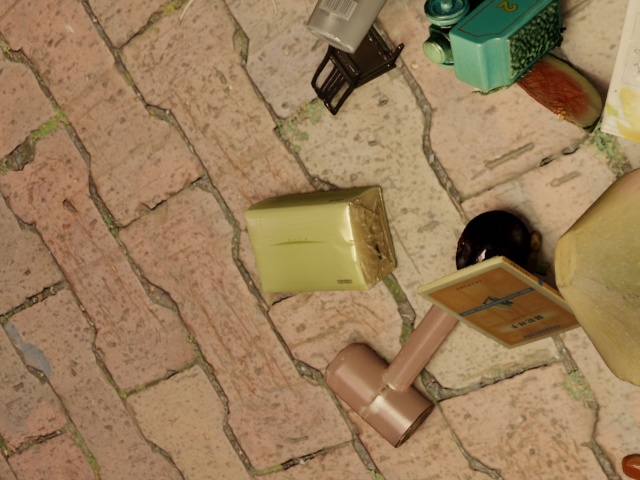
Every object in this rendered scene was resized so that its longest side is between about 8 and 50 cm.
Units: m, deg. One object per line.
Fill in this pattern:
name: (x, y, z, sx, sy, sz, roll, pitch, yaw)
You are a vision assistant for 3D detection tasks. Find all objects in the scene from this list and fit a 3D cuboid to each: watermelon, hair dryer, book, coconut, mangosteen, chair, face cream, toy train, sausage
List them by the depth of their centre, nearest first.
coconut: (0.488, 0.055, 1.556, 0.352, 0.352, 0.352, 14, 115, 31)
toy train: (0.250, -0.313, 1.642, 0.163, 0.203, 0.112, 30, 154, 36)
watermelon: (0.333, -0.219, 1.658, 0.245, 0.119, 0.063, 53, 131, 39)
face cream: (0.079, -0.420, 1.725, 0.107, 0.073, 0.269, 29, 91, 18)
book: (0.291, 0.101, 1.785, 0.170, 0.242, 0.018, -24, 48, 39)
mangosteen: (0.290, 0.026, 1.803, 0.151, 0.137, 0.137, 20, 122, -4)
sausage: (0.543, 0.371, 1.807, 0.131, 0.039, 0.041, 13, 122, 32)
chair: (0.057, -0.288, 1.877, 0.084, 0.101, 0.212, 55, 166, 6)
hair dryer: (0.159, 0.182, 1.984, 0.189, 0.107, 0.344, 42, 118, 17)

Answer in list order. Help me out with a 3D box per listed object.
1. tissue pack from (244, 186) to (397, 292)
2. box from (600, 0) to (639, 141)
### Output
tissue pack: (0.000, 0.000, 1.988, 0.234, 0.125, 0.159, -3, 106, 35)
box: (0.510, -0.251, 1.540, 0.194, 0.111, 0.260, 20, 120, 28)
